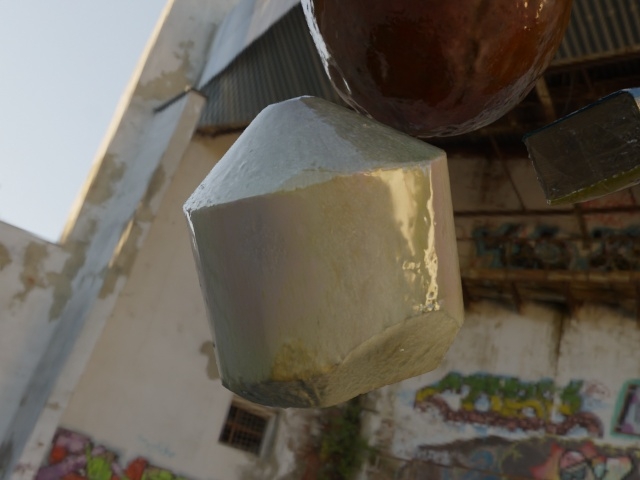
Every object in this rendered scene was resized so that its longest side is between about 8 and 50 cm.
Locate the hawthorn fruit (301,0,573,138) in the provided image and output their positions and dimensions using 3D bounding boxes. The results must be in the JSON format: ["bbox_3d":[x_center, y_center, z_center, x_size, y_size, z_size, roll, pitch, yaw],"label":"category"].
[{"bbox_3d":[0.115,-0.216,0.850,0.276,0.277,0.298,10,-66,9],"label":"hawthorn fruit"}]

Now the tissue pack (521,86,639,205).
[{"bbox_3d":[0.288,-0.093,0.790,0.169,0.082,0.120,-17,-5,-44],"label":"tissue pack"}]

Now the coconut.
[{"bbox_3d":[0.000,0.000,0.719,0.239,0.244,0.239,-9,8,1],"label":"coconut"}]
